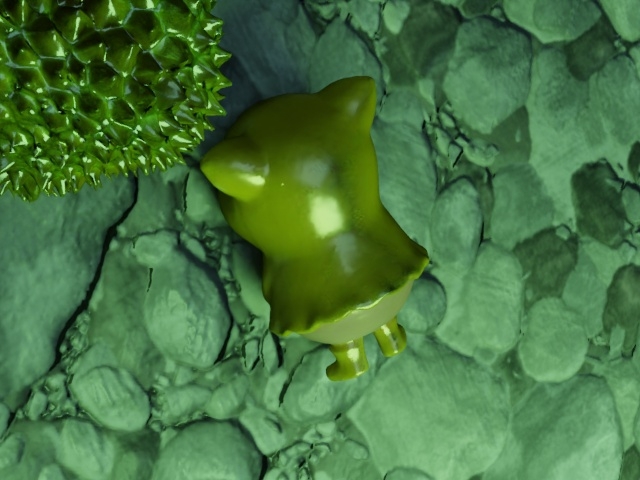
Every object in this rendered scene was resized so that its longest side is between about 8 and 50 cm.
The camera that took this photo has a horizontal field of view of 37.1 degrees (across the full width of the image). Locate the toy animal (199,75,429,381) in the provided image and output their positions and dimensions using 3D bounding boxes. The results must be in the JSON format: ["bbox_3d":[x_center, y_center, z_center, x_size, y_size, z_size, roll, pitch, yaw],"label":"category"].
[{"bbox_3d":[0.004,-0.003,0.751,0.156,0.156,0.229,-31,110,-24],"label":"toy animal"}]

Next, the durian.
[{"bbox_3d":[-0.175,-0.129,0.635,0.237,0.176,0.200,-8,77,-17],"label":"durian"}]
